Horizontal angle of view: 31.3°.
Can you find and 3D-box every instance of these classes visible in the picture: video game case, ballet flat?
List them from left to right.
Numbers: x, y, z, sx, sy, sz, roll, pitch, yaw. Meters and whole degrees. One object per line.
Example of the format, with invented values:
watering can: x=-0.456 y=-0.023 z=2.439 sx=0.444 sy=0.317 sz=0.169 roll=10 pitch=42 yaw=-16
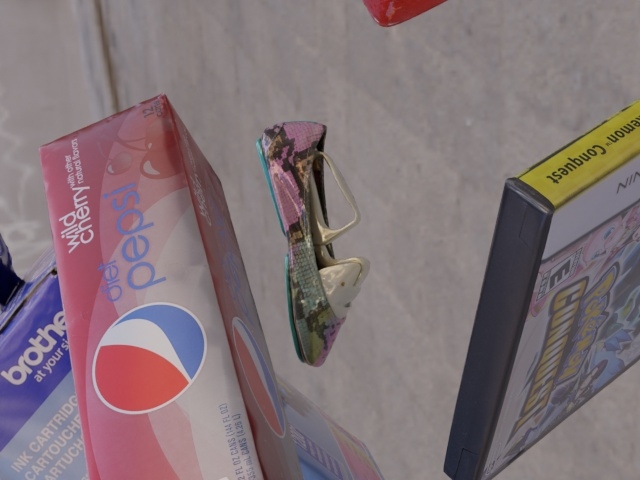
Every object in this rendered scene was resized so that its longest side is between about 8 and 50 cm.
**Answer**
ballet flat: x=0.000 y=0.000 z=1.012 sx=0.077 sy=0.079 sz=0.221 roll=-1 pitch=-99 yaw=-76
video game case: x=0.192 y=0.017 z=0.741 sx=0.035 sy=0.248 sz=0.274 roll=40 pitch=146 yaw=30

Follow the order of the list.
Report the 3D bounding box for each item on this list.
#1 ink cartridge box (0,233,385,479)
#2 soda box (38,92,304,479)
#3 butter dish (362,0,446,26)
ink cartridge box: x=-0.133 y=0.131 z=0.876 sx=0.151 sy=0.395 sz=0.270 roll=-51 pitch=12 yaw=1
soda box: x=-0.080 y=0.050 z=0.602 sx=0.092 sy=0.083 sz=0.263 roll=61 pitch=-172 yaw=-51
butter dish: x=0.099 y=-0.325 z=1.202 sx=0.159 sy=0.160 sz=0.118 roll=63 pitch=-171 yaw=-7
